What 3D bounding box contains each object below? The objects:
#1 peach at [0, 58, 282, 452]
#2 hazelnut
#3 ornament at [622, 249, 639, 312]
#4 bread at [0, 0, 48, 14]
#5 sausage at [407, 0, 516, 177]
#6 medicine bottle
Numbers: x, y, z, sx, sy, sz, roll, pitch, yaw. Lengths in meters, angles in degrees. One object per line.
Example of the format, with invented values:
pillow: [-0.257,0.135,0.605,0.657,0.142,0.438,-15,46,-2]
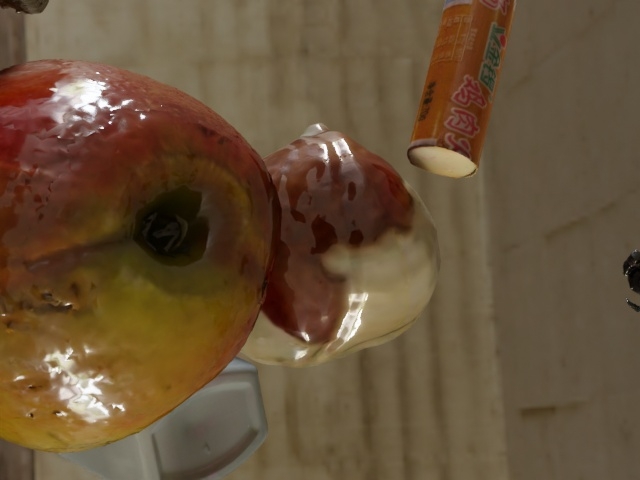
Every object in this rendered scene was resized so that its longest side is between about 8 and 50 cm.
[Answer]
peach: [-0.208,0.008,1.073,0.373,0.372,0.290,-108,178,-75]
hazelnut: [0.000,0.000,1.367,0.261,0.261,0.241,101,-24,-73]
ornament: [0.436,0.098,1.666,0.196,0.166,0.153,39,-58,28]
bread: [-0.322,-0.296,1.209,0.416,0.165,0.113,-174,-81,-84]
sausage: [0.142,-0.178,1.320,0.071,0.071,0.234,100,5,-71]
medicine bottle: [-0.192,0.141,1.293,0.296,0.161,0.111,13,-61,50]
